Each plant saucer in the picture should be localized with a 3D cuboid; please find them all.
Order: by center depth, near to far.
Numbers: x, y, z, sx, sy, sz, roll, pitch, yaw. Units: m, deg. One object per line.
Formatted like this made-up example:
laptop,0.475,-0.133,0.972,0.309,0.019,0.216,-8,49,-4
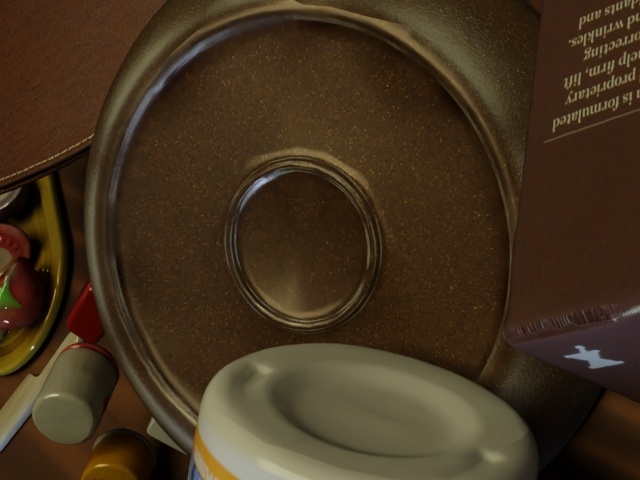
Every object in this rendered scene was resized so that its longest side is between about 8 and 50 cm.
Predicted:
plant saucer,0.000,0.000,0.937,0.311,0.050,0.310,5,100,27

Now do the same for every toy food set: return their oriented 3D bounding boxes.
toy food set,-0.086,0.045,1.102,0.232,0.111,0.104,-56,9,34
toy food set,-0.238,0.020,1.308,0.128,0.071,0.218,-44,47,30

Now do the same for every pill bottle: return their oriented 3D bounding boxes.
pill bottle,0.001,0.198,0.861,0.152,0.152,0.272,35,121,50

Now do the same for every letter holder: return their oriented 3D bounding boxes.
letter holder,-0.120,-0.123,1.164,0.302,0.152,0.214,-19,64,45

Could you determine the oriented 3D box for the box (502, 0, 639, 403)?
box,0.193,-0.042,0.726,0.168,0.167,0.203,-16,57,47
